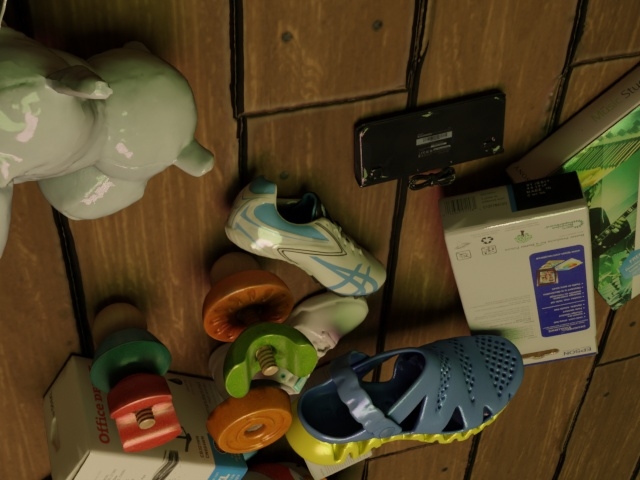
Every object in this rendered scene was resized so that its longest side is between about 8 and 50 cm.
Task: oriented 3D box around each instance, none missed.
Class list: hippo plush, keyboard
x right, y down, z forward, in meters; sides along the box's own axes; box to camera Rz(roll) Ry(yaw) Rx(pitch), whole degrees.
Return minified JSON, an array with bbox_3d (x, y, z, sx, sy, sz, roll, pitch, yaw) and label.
[{"bbox_3d":[-0.227,-0.124,0.762,0.294,0.234,0.237,-41,166,32],"label":"hippo plush"},{"bbox_3d":[0.124,-0.104,1.034,0.180,0.023,0.108,-14,127,-13],"label":"keyboard"}]

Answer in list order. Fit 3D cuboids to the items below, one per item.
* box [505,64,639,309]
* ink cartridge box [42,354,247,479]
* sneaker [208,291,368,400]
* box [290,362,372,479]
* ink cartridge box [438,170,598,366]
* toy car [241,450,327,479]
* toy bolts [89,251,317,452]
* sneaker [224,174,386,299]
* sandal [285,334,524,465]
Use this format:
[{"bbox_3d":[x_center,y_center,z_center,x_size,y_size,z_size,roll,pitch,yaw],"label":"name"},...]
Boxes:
[{"bbox_3d":[0.403,-0.062,1.176,0.232,0.058,0.322,-39,132,11],"label":"box"},{"bbox_3d":[-0.206,0.228,1.077,0.203,0.148,0.086,17,120,-36],"label":"ink cartridge box"},{"bbox_3d":[-0.028,0.141,1.125,0.212,0.094,0.080,-28,133,-1],"label":"sneaker"},{"bbox_3d":[0.004,0.241,1.221,0.087,0.101,0.102,-24,135,-5],"label":"box"},{"bbox_3d":[0.257,0.053,1.162,0.166,0.065,0.332,-12,140,9],"label":"ink cartridge box"},{"bbox_3d":[-0.054,0.361,1.263,0.210,0.219,0.238,-45,166,32],"label":"toy car"},{"bbox_3d":[-0.141,0.131,1.027,0.229,0.158,0.218,-13,142,-17],"label":"toy bolts"},{"bbox_3d":[0.000,0.000,1.025,0.237,0.085,0.086,25,107,-42],"label":"sneaker"},{"bbox_3d":[0.116,0.178,1.118,0.318,0.126,0.138,-14,145,-23],"label":"sandal"}]
